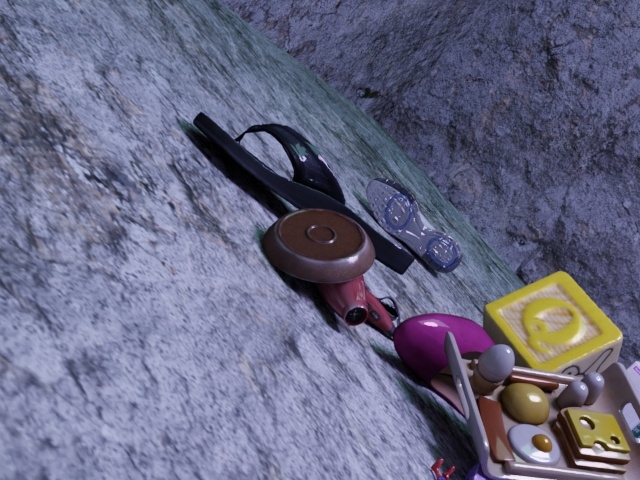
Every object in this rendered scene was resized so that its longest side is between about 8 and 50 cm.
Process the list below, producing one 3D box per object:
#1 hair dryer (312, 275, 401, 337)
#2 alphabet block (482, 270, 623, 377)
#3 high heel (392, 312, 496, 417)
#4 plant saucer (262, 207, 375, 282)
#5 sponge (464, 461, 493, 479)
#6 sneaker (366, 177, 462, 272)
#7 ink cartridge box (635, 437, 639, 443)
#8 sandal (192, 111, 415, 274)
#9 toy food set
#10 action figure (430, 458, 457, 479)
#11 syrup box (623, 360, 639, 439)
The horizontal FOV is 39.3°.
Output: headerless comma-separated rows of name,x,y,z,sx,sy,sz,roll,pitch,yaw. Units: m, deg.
hair dryer,0.065,0.073,1.398,0.223,0.080,0.293,45,13,4
alphabet block,0.433,0.212,1.708,0.193,0.192,0.197,54,-20,40
high heel,0.259,0.242,1.405,0.377,0.127,0.181,29,27,-38
plant saucer,0.000,0.000,1.320,0.168,0.029,0.168,7,35,-5
sponge,0.264,0.386,1.154,0.210,0.031,0.117,47,13,9
sneaker,0.217,-0.034,2.217,0.297,0.111,0.129,47,-3,-7
ink cartridge box,0.605,0.474,1.685,0.127,0.072,0.175,30,47,-48
sandal,-0.015,-0.103,1.540,0.446,0.107,0.167,34,0,-10
toy food set,0.334,0.235,1.274,0.306,0.092,0.219,10,36,-17
action figure,0.167,0.314,1.091,0.038,0.030,0.115,43,14,-29
syrup box,0.585,0.356,1.780,0.093,0.237,0.096,29,20,-52
